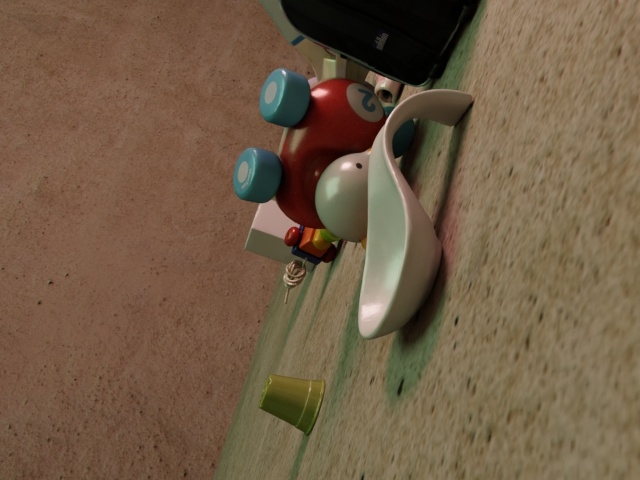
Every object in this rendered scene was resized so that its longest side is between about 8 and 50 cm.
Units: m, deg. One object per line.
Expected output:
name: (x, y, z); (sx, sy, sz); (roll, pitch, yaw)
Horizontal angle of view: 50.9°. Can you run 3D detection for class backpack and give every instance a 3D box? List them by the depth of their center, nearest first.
backpack: (0.076, -0.360, 0.916); (0.225, 0.254, 0.191); (115, 172, -51)

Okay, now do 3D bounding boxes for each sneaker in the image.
sneaker: (0.123, -0.293, 1.275); (0.070, 0.051, 0.134); (-66, 9, -2)

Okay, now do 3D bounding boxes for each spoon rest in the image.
spoon rest: (0.079, -0.035, 0.657); (0.137, 0.084, 0.276); (120, 169, -64)

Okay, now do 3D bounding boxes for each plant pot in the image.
plant pot: (-0.045, 0.229, 0.969); (0.083, 0.079, 0.083); (-161, 90, -84)

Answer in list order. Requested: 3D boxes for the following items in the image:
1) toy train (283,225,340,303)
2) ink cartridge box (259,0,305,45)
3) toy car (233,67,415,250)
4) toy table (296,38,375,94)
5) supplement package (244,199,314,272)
toy train: (0.000, 0.000, 1.297); (0.143, 0.105, 0.248); (-30, 39, 61)
ink cartridge box: (0.061, -0.622, 1.484); (0.285, 0.166, 0.395); (-27, 18, 33)
toy car: (0.045, -0.086, 0.864); (0.238, 0.219, 0.210); (42, 116, 52)
toy table: (0.052, -0.418, 1.605); (0.274, 0.252, 0.160); (-110, 22, -63)
supplement package: (-0.083, -0.013, 1.661); (0.105, 0.179, 0.105); (118, 170, -55)
